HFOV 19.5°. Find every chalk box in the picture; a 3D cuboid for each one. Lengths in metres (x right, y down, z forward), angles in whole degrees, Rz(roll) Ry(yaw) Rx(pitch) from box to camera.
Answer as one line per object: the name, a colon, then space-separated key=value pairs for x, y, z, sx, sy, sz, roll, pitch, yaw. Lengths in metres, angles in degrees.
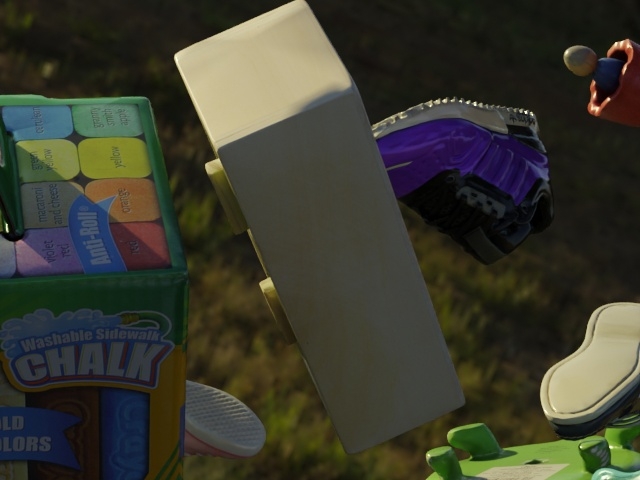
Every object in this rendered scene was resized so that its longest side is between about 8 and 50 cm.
chalk box: x=-0.172 y=0.031 z=1.052 sx=0.179 sy=0.289 sz=0.180 roll=-3 pitch=39 yaw=-11

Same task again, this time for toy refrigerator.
toy refrigerator: x=0.000 y=0.000 z=1.124 sx=0.094 sy=0.269 sz=0.102 roll=-23 pitch=42 yaw=-3

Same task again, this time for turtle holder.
turtle holder: x=0.229 y=0.306 z=1.939 sx=0.243 sy=0.228 sz=0.320 roll=-7 pitch=2 yaw=-1

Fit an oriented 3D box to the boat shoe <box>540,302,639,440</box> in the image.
boat shoe: x=0.274 y=0.140 z=1.812 sx=0.095 sy=0.079 sz=0.254 roll=1 pitch=21 yaw=18

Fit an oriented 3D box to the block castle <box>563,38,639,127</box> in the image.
block castle: x=0.393 y=-0.196 z=1.690 sx=0.212 sy=0.303 sz=0.453 roll=21 pitch=13 yaw=-11

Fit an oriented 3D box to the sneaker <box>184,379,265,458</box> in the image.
sneaker: x=-0.104 y=0.148 z=1.426 sx=0.134 sy=0.070 sz=0.051 roll=22 pitch=34 yaw=19

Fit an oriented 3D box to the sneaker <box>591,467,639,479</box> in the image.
sneaker: x=0.341 y=0.165 z=1.499 sx=0.107 sy=0.275 sz=0.110 roll=40 pitch=20 yaw=-58

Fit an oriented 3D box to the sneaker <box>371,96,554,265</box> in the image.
sneaker: x=0.138 y=-0.049 z=1.773 sx=0.293 sy=0.102 sz=0.146 roll=-3 pitch=73 yaw=-50
